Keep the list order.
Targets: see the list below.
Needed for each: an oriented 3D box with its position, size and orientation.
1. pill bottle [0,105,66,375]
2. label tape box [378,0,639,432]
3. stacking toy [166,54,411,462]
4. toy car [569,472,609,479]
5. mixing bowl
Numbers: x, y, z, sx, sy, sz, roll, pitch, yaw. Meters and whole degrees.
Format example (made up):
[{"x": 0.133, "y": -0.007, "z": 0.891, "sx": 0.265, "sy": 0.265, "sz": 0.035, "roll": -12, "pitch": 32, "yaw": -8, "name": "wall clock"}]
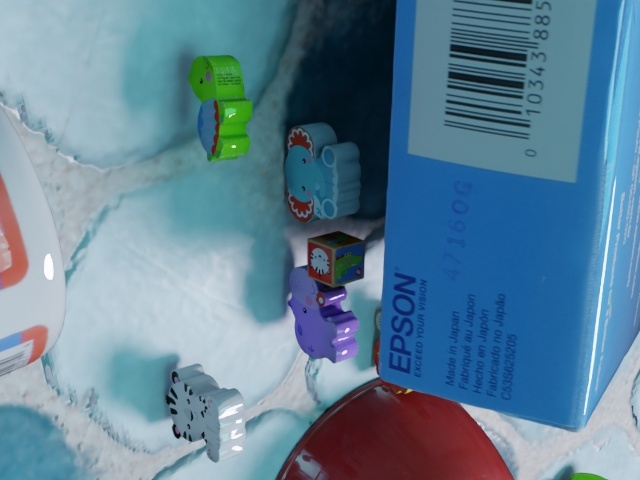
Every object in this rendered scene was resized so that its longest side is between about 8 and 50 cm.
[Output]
[{"x": -0.212, "y": 0.022, "z": 0.374, "sx": 0.222, "sy": 0.124, "sz": 0.124, "roll": -22, "pitch": 120, "yaw": -32, "name": "pill bottle"}, {"x": 0.153, "y": -0.088, "z": 0.621, "sx": 0.348, "sy": 0.115, "sz": 0.249, "roll": -38, "pitch": 133, "yaw": -57, "name": "label tape box"}, {"x": 0.000, "y": 0.000, "z": 0.595, "sx": 0.167, "sy": 0.052, "sz": 0.221, "roll": -13, "pitch": 113, "yaw": -38, "name": "stacking toy"}, {"x": 0.178, "y": 0.282, "z": 0.813, "sx": 0.053, "sy": 0.239, "sz": 0.225, "roll": 108, "pitch": 7, "yaw": -58, "name": "toy car"}, {"x": 0.062, "y": 0.187, "z": 0.688, "sx": 0.181, "sy": 0.098, "sz": 0.181, "roll": -16, "pitch": 118, "yaw": -33, "name": "mixing bowl"}]
